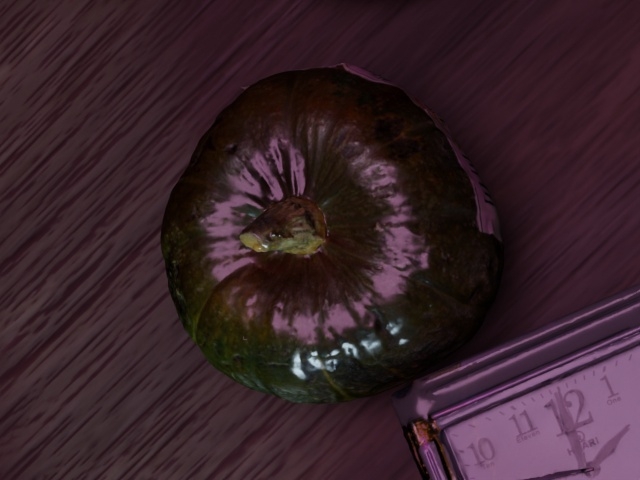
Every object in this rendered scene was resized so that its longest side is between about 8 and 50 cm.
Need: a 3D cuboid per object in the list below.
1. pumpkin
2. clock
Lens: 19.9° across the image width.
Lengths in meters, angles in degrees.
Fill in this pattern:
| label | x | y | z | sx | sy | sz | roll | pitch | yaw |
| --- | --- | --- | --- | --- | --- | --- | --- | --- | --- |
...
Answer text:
| label | x | y | z | sx | sy | sz | roll | pitch | yaw |
| --- | --- | --- | --- | --- | --- | --- | --- | --- | --- |
| pumpkin | -0.002 | -0.001 | 1.353 | 0.260 | 0.189 | 0.260 | -6 | 76 | 26 |
| clock | 0.192 | 0.153 | 1.335 | 0.253 | 0.083 | 0.186 | -24 | 76 | 11 |
